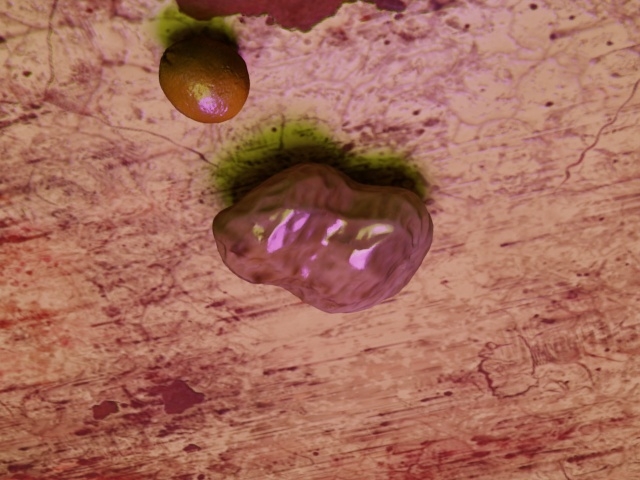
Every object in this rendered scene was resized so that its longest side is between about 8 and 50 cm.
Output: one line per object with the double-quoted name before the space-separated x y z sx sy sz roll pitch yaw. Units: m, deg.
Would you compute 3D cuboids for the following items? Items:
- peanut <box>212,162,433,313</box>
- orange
"peanut" 0.000 0.000 1.717 0.233 0.110 0.196 21 137 -20
"orange" -0.115 -0.158 1.572 0.095 0.085 0.085 38 125 -25
